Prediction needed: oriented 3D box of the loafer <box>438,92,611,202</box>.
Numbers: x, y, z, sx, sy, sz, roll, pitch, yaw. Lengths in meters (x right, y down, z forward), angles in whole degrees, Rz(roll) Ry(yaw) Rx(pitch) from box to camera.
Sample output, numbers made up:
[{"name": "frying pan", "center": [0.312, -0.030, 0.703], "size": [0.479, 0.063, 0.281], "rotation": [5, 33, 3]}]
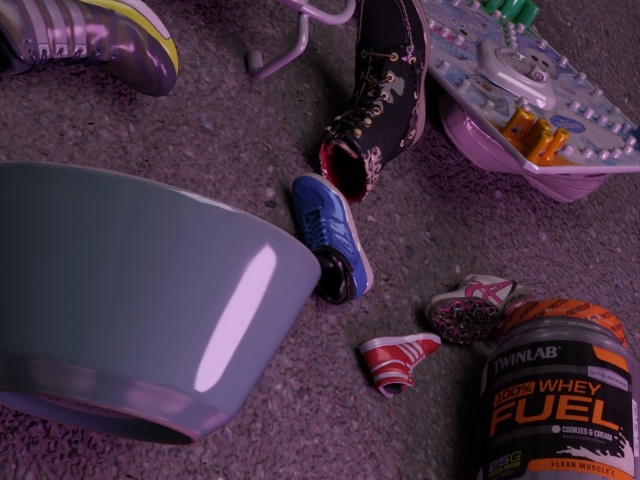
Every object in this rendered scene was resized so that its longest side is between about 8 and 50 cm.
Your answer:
[{"name": "loafer", "center": [0.290, -0.143, 1.843], "size": [0.319, 0.111, 0.112], "rotation": [18, 54, -41]}]

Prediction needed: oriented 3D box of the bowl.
[{"name": "bowl", "center": [-0.166, 0.067, 1.079], "size": [0.311, 0.311, 0.163], "rotation": [25, 69, -37]}]

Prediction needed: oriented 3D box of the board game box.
[{"name": "board game box", "center": [0.275, -0.238, 1.813], "size": [0.390, 0.050, 0.390], "rotation": [-5, 47, -49]}]

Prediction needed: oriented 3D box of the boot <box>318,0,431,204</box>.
[{"name": "boot", "center": [0.061, -0.175, 1.563], "size": [0.178, 0.085, 0.236], "rotation": [-52, 145, -46]}]

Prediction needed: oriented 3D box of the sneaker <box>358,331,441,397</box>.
[{"name": "sneaker", "center": [0.098, 0.141, 1.499], "size": [0.118, 0.042, 0.067], "rotation": [-2, 64, -41]}]

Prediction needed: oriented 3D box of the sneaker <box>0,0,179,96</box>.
[{"name": "sneaker", "center": [-0.268, -0.200, 1.277], "size": [0.300, 0.111, 0.121], "rotation": [26, 66, -35]}]

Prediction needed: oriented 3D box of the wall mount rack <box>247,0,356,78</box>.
[{"name": "wall mount rack", "center": [-0.123, -0.362, 1.517], "size": [0.350, 0.130, 0.304], "rotation": [23, 54, -39]}]

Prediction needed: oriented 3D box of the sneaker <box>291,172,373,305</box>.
[{"name": "sneaker", "center": [0.001, 0.000, 1.468], "size": [0.084, 0.058, 0.152], "rotation": [-29, 96, -61]}]

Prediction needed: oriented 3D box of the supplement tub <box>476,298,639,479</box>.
[{"name": "supplement tub", "center": [0.275, 0.236, 1.516], "size": [0.193, 0.193, 0.316], "rotation": [35, 44, -29]}]

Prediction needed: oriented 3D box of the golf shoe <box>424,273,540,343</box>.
[{"name": "golf shoe", "center": [0.188, 0.080, 1.636], "size": [0.186, 0.067, 0.086], "rotation": [2, 33, -43]}]
